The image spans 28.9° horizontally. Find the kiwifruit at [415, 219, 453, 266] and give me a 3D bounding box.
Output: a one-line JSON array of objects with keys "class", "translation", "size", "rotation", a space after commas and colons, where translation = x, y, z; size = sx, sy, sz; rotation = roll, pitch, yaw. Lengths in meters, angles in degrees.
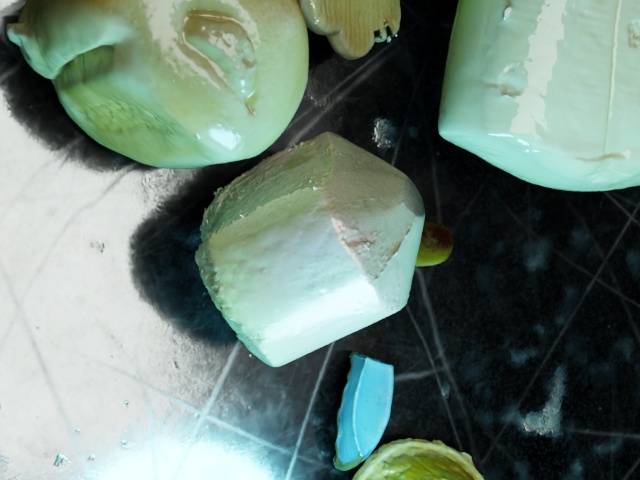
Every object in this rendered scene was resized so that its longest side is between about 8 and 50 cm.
[{"class": "kiwifruit", "translation": [0.155, 0.004, 1.983], "size": [0.124, 0.075, 0.075], "rotation": [-1, 91, -31]}]

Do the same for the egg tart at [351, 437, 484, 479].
[{"class": "egg tart", "translation": [0.180, 0.458, 1.951], "size": [0.318, 0.128, 0.319], "rotation": [9, 74, -35]}]

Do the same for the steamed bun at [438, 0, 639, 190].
[{"class": "steamed bun", "translation": [0.397, -0.266, 1.983], "size": [0.455, 0.290, 0.371], "rotation": [11, 92, -25]}]

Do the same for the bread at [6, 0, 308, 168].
[{"class": "bread", "translation": [-0.192, -0.255, 1.634], "size": [0.348, 0.376, 0.253], "rotation": [44, 72, -19]}]

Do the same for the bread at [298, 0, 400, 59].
[{"class": "bread", "translation": [0.038, -0.423, 1.862], "size": [0.316, 0.054, 0.316], "rotation": [-1, 91, -55]}]

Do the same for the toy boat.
[{"class": "toy boat", "translation": [0.061, 0.269, 1.950], "size": [0.075, 0.077, 0.186], "rotation": [16, 75, -25]}]

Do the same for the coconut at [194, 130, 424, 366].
[{"class": "coconut", "translation": [0.000, 0.000, 1.766], "size": [0.309, 0.297, 0.297], "rotation": [-29, 106, 11]}]
